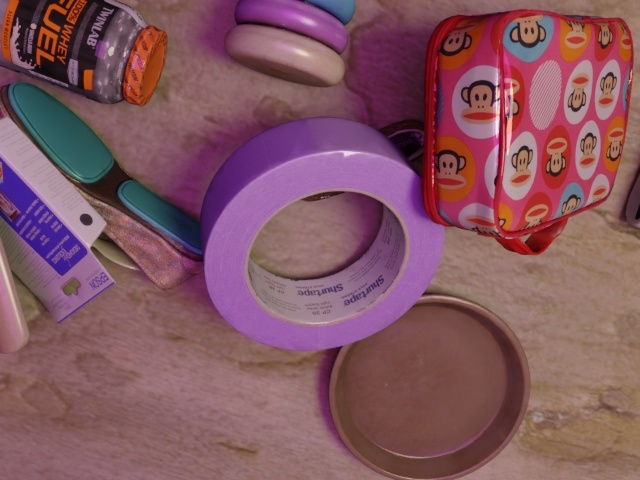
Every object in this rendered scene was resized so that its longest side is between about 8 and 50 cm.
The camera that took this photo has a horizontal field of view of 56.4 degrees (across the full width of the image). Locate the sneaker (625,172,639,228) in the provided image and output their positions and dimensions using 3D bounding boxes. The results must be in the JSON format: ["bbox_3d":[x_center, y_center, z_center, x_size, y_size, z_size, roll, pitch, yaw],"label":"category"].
[{"bbox_3d":[0.492,-0.106,0.766,0.121,0.079,0.216,15,109,-9],"label":"sneaker"}]

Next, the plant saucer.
[{"bbox_3d":[0.148,0.203,0.827,0.278,0.041,0.277,-1,102,-3],"label":"plant saucer"}]

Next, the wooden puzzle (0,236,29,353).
[{"bbox_3d":[-0.443,0.019,0.716,0.239,0.044,0.220,-1,106,34],"label":"wooden puzzle"}]

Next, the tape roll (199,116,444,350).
[{"bbox_3d":[0.000,0.000,0.700,0.275,0.090,0.274,-7,126,-9],"label":"tape roll"}]

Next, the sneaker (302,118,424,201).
[{"bbox_3d":[0.051,-0.102,0.744,0.188,0.071,0.066,-26,101,2],"label":"sneaker"}]

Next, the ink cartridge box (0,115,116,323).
[{"bbox_3d":[-0.332,-0.012,0.699,0.206,0.045,0.208,-26,105,46],"label":"ink cartridge box"}]

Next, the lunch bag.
[{"bbox_3d":[0.237,-0.113,0.660,0.293,0.120,0.258,-13,107,-41],"label":"lunch bag"}]

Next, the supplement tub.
[{"bbox_3d":[-0.281,-0.229,0.681,0.191,0.117,0.117,19,100,-6],"label":"supplement tub"}]

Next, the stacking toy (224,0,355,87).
[{"bbox_3d":[-0.003,-0.351,0.668,0.141,0.141,0.330,14,96,-5],"label":"stacking toy"}]

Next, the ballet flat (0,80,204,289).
[{"bbox_3d":[-0.277,-0.050,0.729,0.316,0.107,0.106,43,115,-9],"label":"ballet flat"}]
